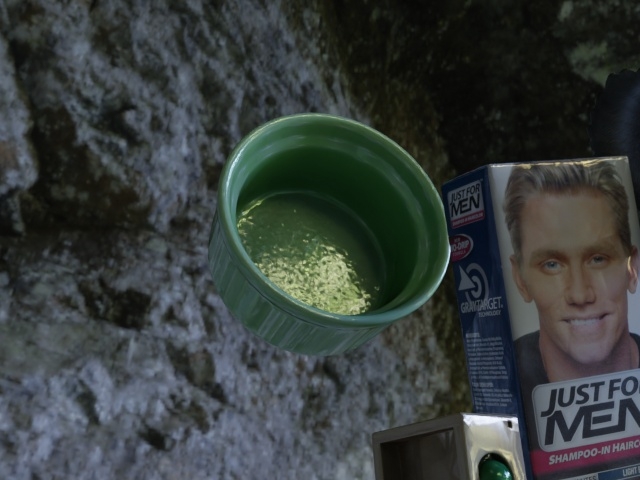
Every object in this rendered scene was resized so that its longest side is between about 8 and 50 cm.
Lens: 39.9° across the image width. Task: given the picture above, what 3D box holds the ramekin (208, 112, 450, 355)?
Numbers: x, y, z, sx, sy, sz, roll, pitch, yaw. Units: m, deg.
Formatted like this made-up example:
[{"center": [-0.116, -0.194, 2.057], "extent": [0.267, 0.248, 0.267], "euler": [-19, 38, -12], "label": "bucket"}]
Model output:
[{"center": [0.000, 0.000, 1.137], "extent": [0.303, 0.303, 0.148], "euler": [17, -35, -12], "label": "ramekin"}]

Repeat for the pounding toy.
[{"center": [0.131, 0.217, 0.739], "extent": [0.100, 0.130, 0.141], "euler": [12, -26, -37], "label": "pounding toy"}]

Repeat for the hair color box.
[{"center": [0.245, 0.094, 0.911], "extent": [0.173, 0.347, 0.105], "euler": [-6, -7, -20], "label": "hair color box"}]

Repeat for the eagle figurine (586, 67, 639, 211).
[{"center": [0.438, -0.081, 0.895], "extent": [0.226, 0.298, 0.225], "euler": [33, -73, -18], "label": "eagle figurine"}]
